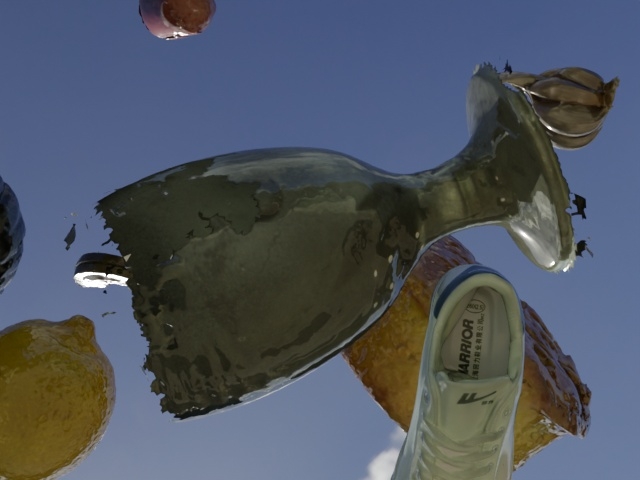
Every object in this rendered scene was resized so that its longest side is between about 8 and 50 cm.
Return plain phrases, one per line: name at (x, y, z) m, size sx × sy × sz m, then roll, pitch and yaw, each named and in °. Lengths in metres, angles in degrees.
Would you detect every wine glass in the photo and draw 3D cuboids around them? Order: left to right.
wine glass at (0.003, 0.003, 0.864) m, size 0.357 × 0.190 × 0.190 m, roll -18°, pitch -50°, yaw -8°

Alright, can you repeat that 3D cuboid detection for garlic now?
garlic at (0.345, -0.208, 1.737) m, size 0.194 × 0.131 × 0.127 m, roll 16°, pitch -82°, yaw -4°

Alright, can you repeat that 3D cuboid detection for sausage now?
sausage at (-0.172, -0.277, 1.373) m, size 0.076 × 0.141 × 0.076 m, roll -5°, pitch -79°, yaw -28°

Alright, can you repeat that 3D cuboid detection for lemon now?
lemon at (-0.346, 0.198, 1.400) m, size 0.244 × 0.187 × 0.187 m, roll -54°, pitch -45°, yaw 1°

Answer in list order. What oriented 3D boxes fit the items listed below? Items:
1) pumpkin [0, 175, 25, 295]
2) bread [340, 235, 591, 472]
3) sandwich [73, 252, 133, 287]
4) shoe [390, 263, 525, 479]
pumpkin at (-0.462, -0.004, 1.368) m, size 0.220 × 0.162 × 0.221 m, roll -6°, pitch -56°, yaw -9°
bread at (0.193, 0.153, 1.593) m, size 0.215 × 0.398 × 0.398 m, roll -45°, pitch -43°, yaw 12°
sandwich at (-0.299, 0.044, 1.576) m, size 0.067 × 0.135 × 0.029 m, roll 33°, pitch -119°, yaw -32°
shoe at (0.151, 0.199, 1.216) m, size 0.160 × 0.131 × 0.363 m, roll 78°, pitch -159°, yaw -83°
